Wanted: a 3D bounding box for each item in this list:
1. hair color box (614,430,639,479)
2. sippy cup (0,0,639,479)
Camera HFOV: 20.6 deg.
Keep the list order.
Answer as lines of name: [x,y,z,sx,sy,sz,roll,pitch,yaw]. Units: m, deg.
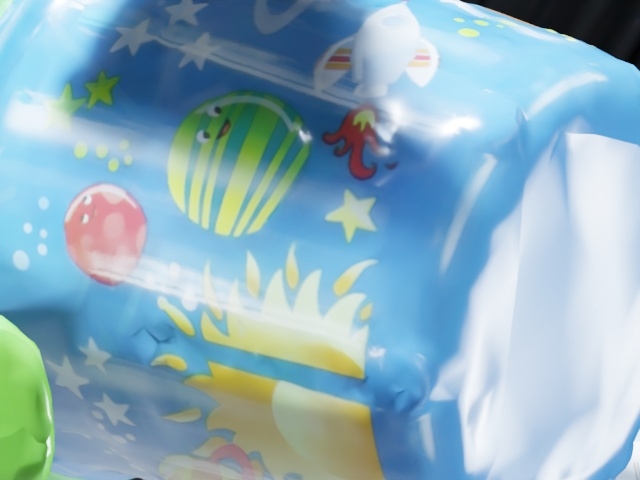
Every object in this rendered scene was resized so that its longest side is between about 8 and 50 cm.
hair color box: [0.204,0.228,0.949,0.185,0.374,0.113,-6,53,3]
sippy cup: [0.000,0.000,0.626,0.224,0.240,0.305,16,61,39]
